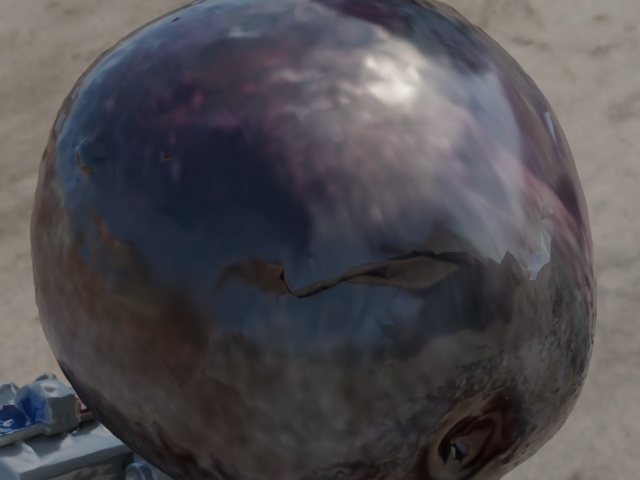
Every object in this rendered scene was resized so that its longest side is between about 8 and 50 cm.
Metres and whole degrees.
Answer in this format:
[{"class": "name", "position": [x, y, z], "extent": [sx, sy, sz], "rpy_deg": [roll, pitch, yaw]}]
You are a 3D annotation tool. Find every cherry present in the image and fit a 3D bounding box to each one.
[{"class": "cherry", "position": [0.005, 0.007, 0.531], "extent": [0.195, 0.195, 0.195], "rpy_deg": [-9, 26, 5]}]

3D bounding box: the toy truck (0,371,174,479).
[{"class": "toy truck", "position": [-0.097, 0.145, 0.596], "extent": [0.213, 0.177, 0.161], "rpy_deg": [26, 22, 30]}]
